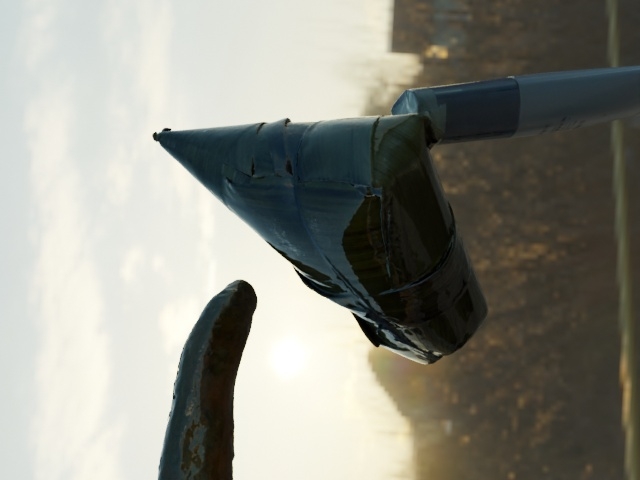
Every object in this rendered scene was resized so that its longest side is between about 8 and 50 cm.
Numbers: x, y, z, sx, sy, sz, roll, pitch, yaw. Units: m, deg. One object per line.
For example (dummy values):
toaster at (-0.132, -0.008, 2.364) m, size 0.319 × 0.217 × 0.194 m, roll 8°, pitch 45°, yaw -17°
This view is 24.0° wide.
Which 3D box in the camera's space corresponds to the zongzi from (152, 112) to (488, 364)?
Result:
zongzi at (0.000, 0.000, 1.192) m, size 0.112 × 0.242 × 0.221 m, roll -58°, pitch -43°, yaw -37°

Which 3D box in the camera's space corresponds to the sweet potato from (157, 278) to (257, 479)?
sweet potato at (-0.103, 0.164, 1.324) m, size 0.075 × 0.075 × 0.273 m, roll 61°, pitch -145°, yaw -76°

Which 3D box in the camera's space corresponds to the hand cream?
hand cream at (0.182, -0.111, 1.228) m, size 0.079 × 0.255 × 0.048 m, roll 135°, pitch 122°, yaw -63°
